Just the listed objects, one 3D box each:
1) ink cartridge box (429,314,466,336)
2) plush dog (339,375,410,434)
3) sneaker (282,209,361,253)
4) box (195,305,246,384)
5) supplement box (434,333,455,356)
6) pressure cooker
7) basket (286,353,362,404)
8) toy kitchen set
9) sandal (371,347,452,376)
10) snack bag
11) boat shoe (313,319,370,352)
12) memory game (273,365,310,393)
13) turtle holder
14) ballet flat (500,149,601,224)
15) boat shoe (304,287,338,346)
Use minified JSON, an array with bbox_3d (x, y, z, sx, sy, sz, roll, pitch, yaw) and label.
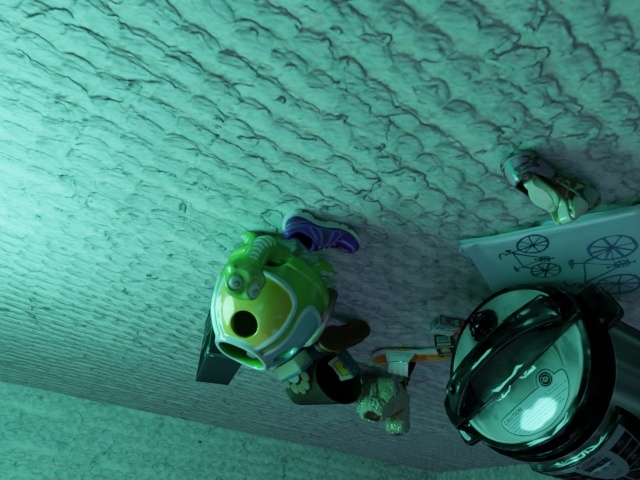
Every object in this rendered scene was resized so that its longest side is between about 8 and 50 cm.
[{"bbox_3d":[0.365,0.239,1.317,0.115,0.029,0.063,12,146,-10],"label":"ink cartridge box"},{"bbox_3d":[0.197,0.549,1.712,0.225,0.211,0.262,0,150,43],"label":"plush dog"},{"bbox_3d":[0.000,0.000,0.960,0.169,0.071,0.068,17,145,-19],"label":"sneaker"},{"bbox_3d":[-0.261,0.264,1.295,0.103,0.184,0.261,14,146,-13],"label":"box"},{"bbox_3d":[0.367,0.308,1.410,0.054,0.043,0.083,-10,145,19],"label":"supplement box"},{"bbox_3d":[0.485,0.297,1.025,0.420,0.370,0.375,26,162,-24],"label":"pressure cooker"},{"bbox_3d":[-0.006,0.488,1.645,0.204,0.154,0.226,32,142,-26],"label":"basket"},{"bbox_3d":[0.008,0.362,1.366,0.166,0.207,0.122,53,138,4],"label":"toy kitchen set"},{"bbox_3d":[0.287,0.387,1.511,0.265,0.076,0.102,-8,145,19],"label":"sandal"},{"bbox_3d":[0.502,0.050,1.005,0.342,0.037,0.323,-14,142,31],"label":"snack bag"},{"bbox_3d":[0.050,0.268,1.304,0.207,0.073,0.073,1,153,-46],"label":"boat shoe"},{"bbox_3d":[-0.103,0.426,1.577,0.186,0.012,0.186,26,132,32],"label":"memory game"},{"bbox_3d":[-0.102,0.128,0.971,0.243,0.228,0.320,33,151,-11],"label":"turtle holder"},{"bbox_3d":[0.384,-0.073,0.790,0.221,0.079,0.077,22,142,-25],"label":"ballet flat"},{"bbox_3d":[-0.066,0.208,1.249,0.116,0.123,0.324,30,136,-11],"label":"boat shoe"}]
